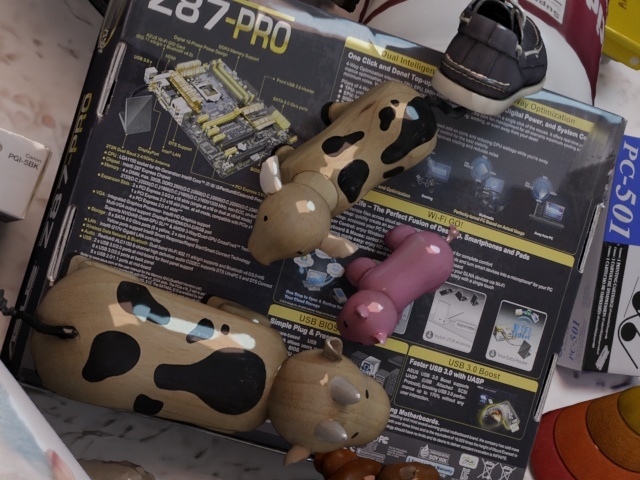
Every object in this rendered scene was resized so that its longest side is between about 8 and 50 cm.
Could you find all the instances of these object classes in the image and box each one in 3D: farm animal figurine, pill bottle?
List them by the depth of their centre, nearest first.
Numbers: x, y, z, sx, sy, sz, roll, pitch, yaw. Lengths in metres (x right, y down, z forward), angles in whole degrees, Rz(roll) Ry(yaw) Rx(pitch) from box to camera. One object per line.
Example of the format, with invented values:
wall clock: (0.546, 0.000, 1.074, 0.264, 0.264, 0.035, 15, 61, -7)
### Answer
farm animal figurine: (-0.040, 0.061, 1.101, 0.327, 0.172, 0.330, -1, 94, -19)
pill bottle: (0.142, -0.172, 1.548, 0.224, 0.224, 0.392, 28, 42, -9)

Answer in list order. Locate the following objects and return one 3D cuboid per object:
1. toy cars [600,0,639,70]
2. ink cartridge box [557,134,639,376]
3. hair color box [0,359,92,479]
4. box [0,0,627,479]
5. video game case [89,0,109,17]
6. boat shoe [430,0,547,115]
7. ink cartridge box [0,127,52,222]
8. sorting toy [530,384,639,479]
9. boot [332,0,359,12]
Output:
toy cars: (0.253, -0.311, 1.862, 0.176, 0.087, 0.393, -1, 49, -42)
ink cartridge box: (0.270, 0.014, 1.492, 0.097, 0.207, 0.046, 8, 3, -28)
hair color box: (-0.178, 0.233, 0.964, 0.347, 0.105, 0.174, 53, 48, -4)
box: (0.000, 0.000, 1.254, 0.395, 0.097, 0.318, 17, 89, -18)
video game case: (-0.156, -0.244, 1.410, 0.035, 0.248, 0.275, -36, 74, -20)
boat shoe: (0.131, -0.143, 1.208, 0.075, 0.065, 0.206, 26, 23, 7)
ink cartridge box: (-0.256, -0.056, 1.242, 0.099, 0.135, 0.056, 22, 84, -13)
sorting toy: (0.360, 0.201, 1.414, 0.366, 0.126, 0.127, 22, 42, -13)
boot: (-0.032, -0.287, 1.604, 0.161, 0.083, 0.246, 23, 9, -12)
